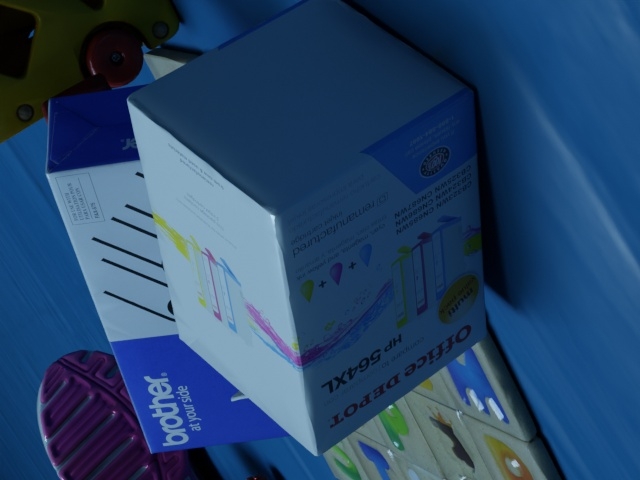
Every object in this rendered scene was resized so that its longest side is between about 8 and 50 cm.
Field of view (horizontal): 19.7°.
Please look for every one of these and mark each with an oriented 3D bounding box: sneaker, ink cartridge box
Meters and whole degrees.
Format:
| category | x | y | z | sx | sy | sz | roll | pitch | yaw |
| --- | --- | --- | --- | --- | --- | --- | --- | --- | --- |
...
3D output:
| category | x | y | z | sx | sy | sz | roll | pitch | yaw |
| --- | --- | --- | --- | --- | --- | --- | --- | --- | --- |
| sneaker | -0.132 | 0.198 | 1.394 | 0.252 | 0.103 | 0.111 | 57 | 161 | 0 |
| ink cartridge box | -0.049 | 0.016 | 0.816 | 0.207 | 0.097 | 0.046 | 77 | -174 | -50 |
| ink cartridge box | 0.000 | 0.000 | 0.689 | 0.090 | 0.092 | 0.143 | 38 | 150 | 38 |

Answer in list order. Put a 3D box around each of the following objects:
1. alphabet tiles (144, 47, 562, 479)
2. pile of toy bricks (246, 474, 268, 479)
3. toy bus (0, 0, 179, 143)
| category | x | y | z | sx | sy | sz | roll | pitch | yaw |
| --- | --- | --- | --- | --- | --- | --- | --- | --- | --- |
| alphabet tiles | 0.025 | 0.061 | 0.888 | 0.285 | 0.011 | 0.342 | 20 | 141 | 62 |
| pile of toy bricks | -0.107 | 0.214 | 1.234 | 0.212 | 0.118 | 0.105 | -20 | 98 | 43 |
| toy bus | -0.171 | -0.092 | 0.851 | 0.104 | 0.191 | 0.202 | 63 | -155 | -19 |
